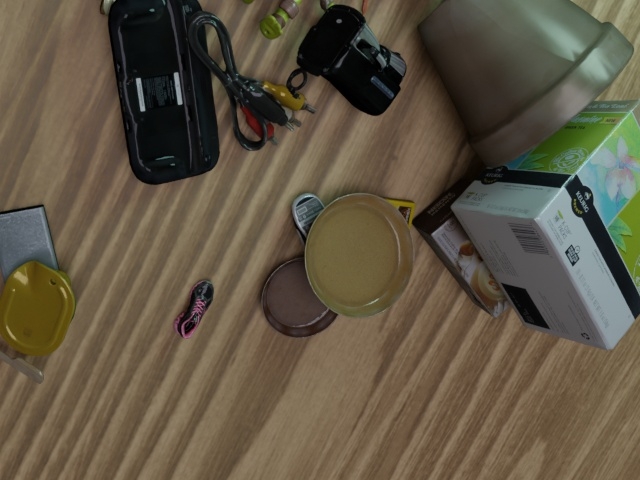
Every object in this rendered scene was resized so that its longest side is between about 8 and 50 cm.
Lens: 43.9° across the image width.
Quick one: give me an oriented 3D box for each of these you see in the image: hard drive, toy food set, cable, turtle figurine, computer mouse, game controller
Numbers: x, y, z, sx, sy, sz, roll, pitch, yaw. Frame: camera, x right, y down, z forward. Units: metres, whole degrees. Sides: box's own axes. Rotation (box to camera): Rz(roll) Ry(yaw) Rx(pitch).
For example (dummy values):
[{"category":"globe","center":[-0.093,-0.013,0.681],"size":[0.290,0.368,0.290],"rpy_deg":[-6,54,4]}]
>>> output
[{"category":"hard drive","center":[-0.517,0.010,1.386],"size":[0.094,0.022,0.135],"rpy_deg":[-12,109,-13]},{"category":"toy food set","center":[-0.497,0.129,1.402],"size":[0.128,0.071,0.218],"rpy_deg":[27,111,-2]},{"category":"cable","center":[-0.143,-0.267,1.377],"size":[0.139,0.072,0.287],"rpy_deg":[-40,120,14]},{"category":"turtle figurine","center":[-0.038,-0.456,1.343],"size":[0.217,0.087,0.269],"rpy_deg":[-42,127,-23]},{"category":"computer mouse","center":[0.000,0.000,1.514],"size":[0.106,0.042,0.193],"rpy_deg":[-28,100,-22]},{"category":"game controller","center":[-0.261,-0.256,1.345],"size":[0.166,0.067,0.319],"rpy_deg":[-14,110,-25]}]

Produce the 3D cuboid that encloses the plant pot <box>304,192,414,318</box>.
[{"category":"plant pot","center":[0.071,0.029,1.502],"size":[0.236,0.032,0.236],"rpy_deg":[-1,92,-27]}]

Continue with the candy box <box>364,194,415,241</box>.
[{"category":"candy box","center":[0.117,0.016,1.573],"size":[0.105,0.027,0.206],"rpy_deg":[7,104,-15]}]

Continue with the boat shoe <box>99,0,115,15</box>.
[{"category":"boat shoe","center":[-0.316,-0.436,1.294],"size":[0.049,0.056,0.152],"rpy_deg":[16,111,-25]}]

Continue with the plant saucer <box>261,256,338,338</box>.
[{"category":"plant saucer","center":[-0.036,0.109,1.555],"size":[0.168,0.029,0.168],"rpy_deg":[-4,106,-15]}]

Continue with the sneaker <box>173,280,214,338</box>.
[{"category":"sneaker","center":[-0.233,0.133,1.490],"size":[0.047,0.057,0.119],"rpy_deg":[25,97,-20]}]

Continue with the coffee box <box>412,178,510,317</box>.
[{"category":"coffee box","center":[0.317,0.016,1.592],"size":[0.141,0.098,0.246],"rpy_deg":[-41,114,-3]}]

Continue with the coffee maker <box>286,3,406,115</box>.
[{"category":"coffee maker","center":[0.046,-0.296,1.383],"size":[0.171,0.120,0.178],"rpy_deg":[-35,146,17]}]

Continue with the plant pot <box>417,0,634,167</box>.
[{"category":"plant pot","center":[0.332,-0.337,1.403],"size":[0.323,0.323,0.280],"rpy_deg":[-42,96,-1]}]

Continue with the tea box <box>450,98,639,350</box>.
[{"category":"tea box","center":[0.479,-0.037,1.472],"size":[0.323,0.220,0.329],"rpy_deg":[-46,118,-19]}]
